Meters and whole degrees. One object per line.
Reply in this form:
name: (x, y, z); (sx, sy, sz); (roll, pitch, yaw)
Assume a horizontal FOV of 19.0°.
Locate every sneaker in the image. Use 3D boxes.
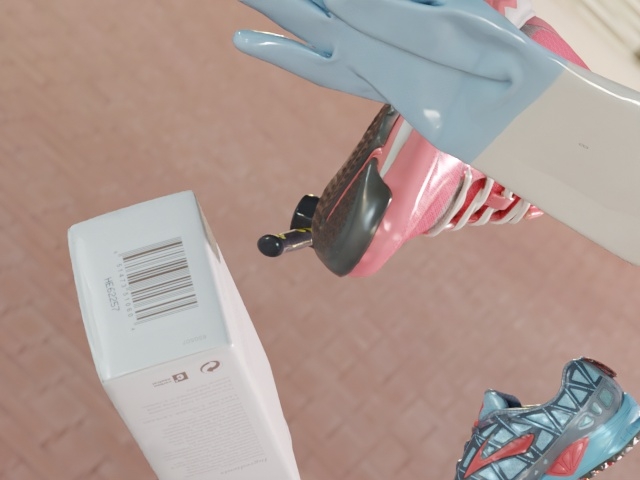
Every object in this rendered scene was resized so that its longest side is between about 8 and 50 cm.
sneaker: (0.107, -0.060, 1.235); (0.136, 0.116, 0.314); (37, 41, 2)
sneaker: (0.182, 0.206, 1.847); (0.125, 0.262, 0.104); (57, 6, 10)

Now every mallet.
mallet: (0.000, 0.000, 1.332); (0.062, 0.039, 0.190); (18, 9, 6)

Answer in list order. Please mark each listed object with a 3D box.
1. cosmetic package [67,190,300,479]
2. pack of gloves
cosmetic package: (-0.079, 0.082, 1.183); (0.231, 0.085, 0.117); (73, 0, -56)
pack of gloves: (0.089, -0.104, 0.727); (0.232, 0.195, 0.046); (27, 45, -18)
